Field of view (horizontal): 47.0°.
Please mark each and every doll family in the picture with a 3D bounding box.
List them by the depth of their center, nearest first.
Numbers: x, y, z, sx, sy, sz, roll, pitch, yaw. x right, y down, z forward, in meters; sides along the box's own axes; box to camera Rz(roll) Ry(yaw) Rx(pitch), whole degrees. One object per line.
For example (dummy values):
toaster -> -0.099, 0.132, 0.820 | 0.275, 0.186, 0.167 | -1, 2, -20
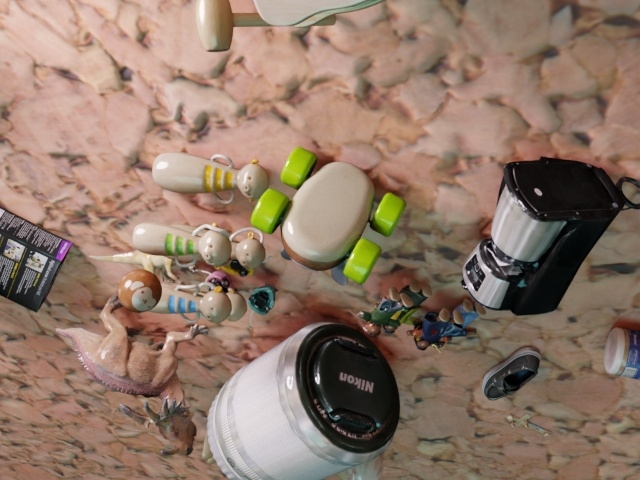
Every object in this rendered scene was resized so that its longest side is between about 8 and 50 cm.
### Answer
doll family -> 0.146, 0.117, 1.066 | 0.193, 0.076, 0.111 | 23, 132, -11

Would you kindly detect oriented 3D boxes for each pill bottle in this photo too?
pill bottle -> 0.462, 0.163, 1.017 | 0.120, 0.067, 0.067 | 10, 137, 7

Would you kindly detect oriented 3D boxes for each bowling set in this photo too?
bowling set -> -0.162, 0.045, 0.969 | 0.154, 0.200, 0.287 | 8, 127, 6

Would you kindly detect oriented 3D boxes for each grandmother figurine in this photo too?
grandmother figurine -> -0.049, 0.414, 1.421 | 0.342, 0.104, 0.208 | 8, 164, 5

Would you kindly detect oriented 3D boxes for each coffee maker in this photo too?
coffee maker -> 0.273, 0.003, 0.874 | 0.171, 0.120, 0.178 | 14, 138, 2

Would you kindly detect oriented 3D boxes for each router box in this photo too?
router box -> -0.495, 0.034, 1.195 | 0.133, 0.046, 0.179 | 29, 136, -14

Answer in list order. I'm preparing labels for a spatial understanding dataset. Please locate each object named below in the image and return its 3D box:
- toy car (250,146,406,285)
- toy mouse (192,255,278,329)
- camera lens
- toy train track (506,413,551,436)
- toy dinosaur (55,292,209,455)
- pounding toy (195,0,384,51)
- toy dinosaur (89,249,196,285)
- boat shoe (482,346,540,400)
toy car -> 0.000, 0.000, 0.952 | 0.155, 0.149, 0.188 | 28, 149, 5
toy mouse -> -0.117, 0.072, 1.118 | 0.161, 0.031, 0.143 | 1, 124, 28
camera lens -> -0.028, 0.270, 1.167 | 0.219, 0.219, 0.274 | 35, 134, -19
toy train track -> 0.354, 0.317, 1.249 | 0.083, 0.014, 0.048 | 25, 137, -9
toy dinosaur -> -0.314, 0.217, 1.216 | 0.296, 0.200, 0.127 | 24, 137, -7
pounding toy -> -0.006, -0.287, 0.699 | 0.270, 0.155, 0.154 | -12, 102, 15
toy dinosaur -> -0.255, 0.033, 1.130 | 0.183, 0.053, 0.092 | -9, 113, 23
boat shoe -> 0.293, 0.216, 1.144 | 0.049, 0.040, 0.142 | 22, 137, -6
